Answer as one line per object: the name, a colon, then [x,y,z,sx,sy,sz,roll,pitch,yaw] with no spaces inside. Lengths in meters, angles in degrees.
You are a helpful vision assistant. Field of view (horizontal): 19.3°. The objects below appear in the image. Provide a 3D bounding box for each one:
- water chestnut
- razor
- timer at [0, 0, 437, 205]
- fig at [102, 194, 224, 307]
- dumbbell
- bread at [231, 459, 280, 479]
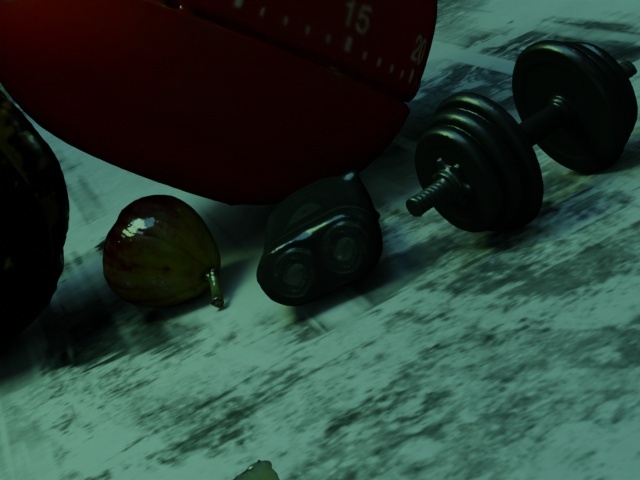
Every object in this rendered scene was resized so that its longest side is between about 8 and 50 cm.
water chestnut: [-0.327,-0.037,1.552,0.300,0.300,0.300,-24,14,6]
razor: [0.000,0.000,1.314,0.090,0.054,0.148,-24,13,6]
timer: [-0.097,-0.185,1.542,0.378,0.378,0.279,-150,79,-73]
fig: [-0.104,0.016,1.420,0.125,0.089,0.089,21,43,38]
dumbbell: [0.135,-0.069,1.237,0.208,0.099,0.099,-33,15,-29]
bread: [-0.061,0.142,0.854,0.084,0.080,0.109,-32,17,-31]
